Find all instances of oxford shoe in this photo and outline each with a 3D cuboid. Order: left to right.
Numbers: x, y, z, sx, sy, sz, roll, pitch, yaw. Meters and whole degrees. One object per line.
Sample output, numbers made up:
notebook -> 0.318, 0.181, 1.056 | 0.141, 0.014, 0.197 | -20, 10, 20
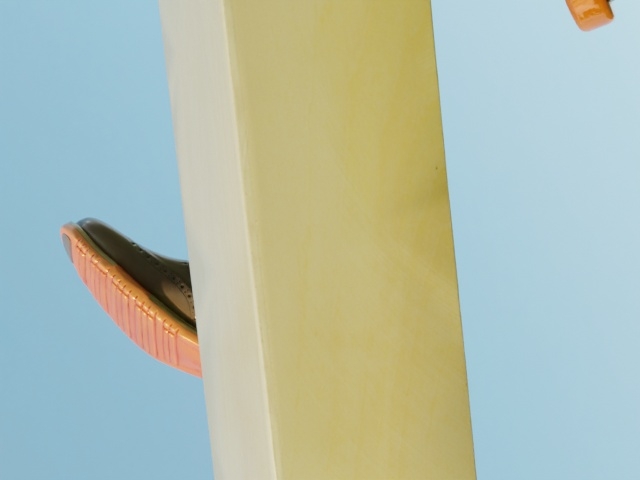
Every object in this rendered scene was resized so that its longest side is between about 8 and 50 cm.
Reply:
oxford shoe -> -0.127, 0.076, 1.195 | 0.363, 0.130, 0.133 | 37, -116, 6

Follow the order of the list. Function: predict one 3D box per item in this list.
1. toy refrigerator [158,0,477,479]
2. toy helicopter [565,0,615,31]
toy refrigerator -> 0.000, 0.000, 0.450 | 0.094, 0.102, 0.270 | -7, -85, -20
toy helicopter -> 0.228, -0.371, 0.903 | 0.235, 0.140, 0.355 | 37, -139, -51
